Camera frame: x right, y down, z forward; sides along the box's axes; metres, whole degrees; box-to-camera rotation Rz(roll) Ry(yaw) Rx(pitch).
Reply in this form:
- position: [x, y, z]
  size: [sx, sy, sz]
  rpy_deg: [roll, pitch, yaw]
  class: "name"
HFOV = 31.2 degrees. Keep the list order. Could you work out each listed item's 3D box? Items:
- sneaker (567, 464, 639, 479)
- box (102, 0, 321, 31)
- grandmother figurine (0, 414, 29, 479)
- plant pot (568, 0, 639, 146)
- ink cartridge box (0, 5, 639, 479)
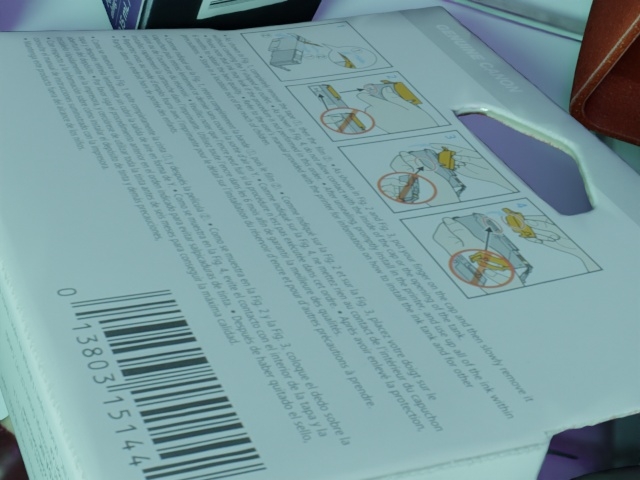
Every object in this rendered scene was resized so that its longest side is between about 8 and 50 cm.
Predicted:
- position: [0.065, 0.229, 0.390]
  size: [0.136, 0.116, 0.314]
  rpy_deg: [27, 77, 42]
  class: "sneaker"
- position: [-0.069, -0.216, 0.555]
  size: [0.108, 0.153, 0.207]
  rpy_deg: [-18, 74, -22]
  class: "box"
- position: [-0.077, 0.149, 0.438]
  size: [0.342, 0.104, 0.208]
  rpy_deg: [-17, 79, -20]
  class: "grandmother figurine"
- position: [0.311, -0.191, 0.620]
  size: [0.267, 0.267, 0.236]
  rpy_deg: [16, 53, -11]
  class: "plant pot"
- position: [0.000, 0.000, 0.451]
  size: [0.261, 0.066, 0.296]
  rpy_deg: [-7, 37, -24]
  class: "ink cartridge box"
